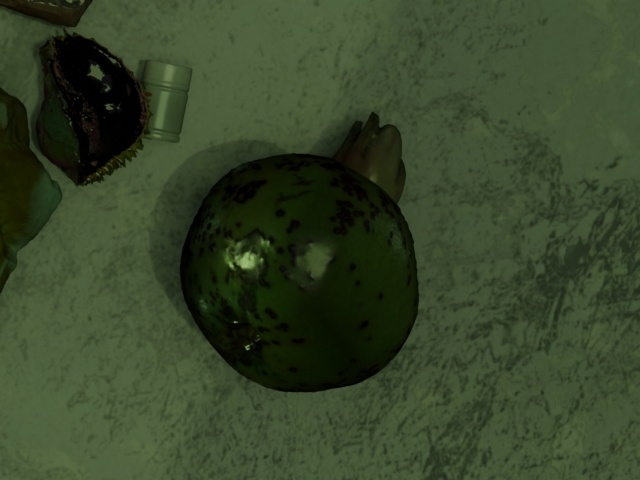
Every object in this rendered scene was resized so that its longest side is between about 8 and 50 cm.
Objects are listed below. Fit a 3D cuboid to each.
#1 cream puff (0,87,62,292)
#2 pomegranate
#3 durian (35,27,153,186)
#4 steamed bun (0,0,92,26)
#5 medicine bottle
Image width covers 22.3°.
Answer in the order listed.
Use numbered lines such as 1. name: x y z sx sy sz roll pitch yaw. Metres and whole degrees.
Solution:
1. cream puff: -0.466 -0.064 1.696 0.378 0.275 0.378 -2 99 -12
2. pomegranate: 0.000 0.000 1.848 0.285 0.285 0.340 44 55 -14
3. durian: -0.261 -0.136 1.831 0.119 0.108 0.186 -10 73 -33
4. steamed bun: -0.299 -0.331 1.791 0.145 0.106 0.175 19 94 -15
5. medicine bottle: -0.181 -0.159 1.864 0.057 0.057 0.089 10 95 -15
